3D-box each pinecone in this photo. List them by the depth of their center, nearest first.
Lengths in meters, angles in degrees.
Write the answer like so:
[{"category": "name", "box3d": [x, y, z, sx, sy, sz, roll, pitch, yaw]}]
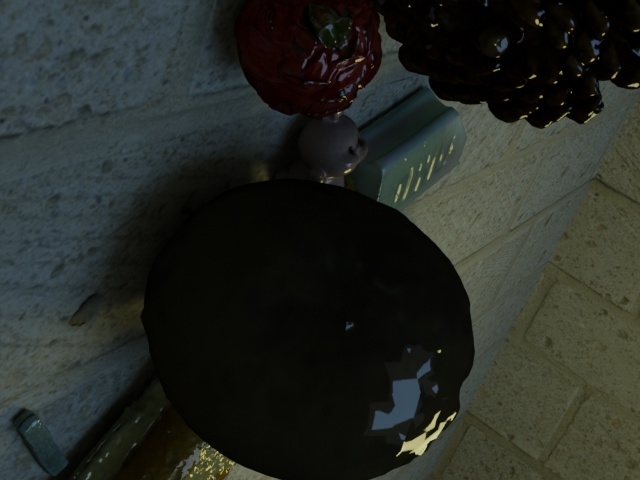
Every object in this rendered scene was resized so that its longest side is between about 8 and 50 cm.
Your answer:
[{"category": "pinecone", "box3d": [0.271, -0.354, 1.261, 0.398, 0.398, 0.397, -44, 156, -26]}]

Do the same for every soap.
[{"category": "soap", "box3d": [0.145, -0.145, 1.644, 0.289, 0.095, 0.172, -37, 153, -38]}]

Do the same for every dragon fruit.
[{"category": "dragon fruit", "box3d": [-0.014, -0.227, 1.105, 0.172, 0.172, 0.209, -52, 167, -8]}]

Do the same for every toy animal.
[{"category": "toy animal", "box3d": [0.019, -0.138, 1.369, 0.124, 0.124, 0.212, -32, 152, -45]}]

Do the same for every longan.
[{"category": "longan", "box3d": [-0.017, 0.119, 1.272, 0.404, 0.436, 0.403, -155, -90, -88]}]

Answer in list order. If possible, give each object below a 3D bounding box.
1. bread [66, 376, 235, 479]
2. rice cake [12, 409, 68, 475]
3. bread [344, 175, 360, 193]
[{"category": "bread", "box3d": [-0.253, 0.356, 1.455, 0.375, 0.165, 0.236, -51, 161, -13]}, {"category": "rice cake", "box3d": [-0.373, 0.273, 1.269, 0.033, 0.029, 0.170, -48, 157, -27]}, {"category": "bread", "box3d": [-0.001, 0.001, 1.566, 0.098, 0.087, 0.269, -31, 149, -44]}]
